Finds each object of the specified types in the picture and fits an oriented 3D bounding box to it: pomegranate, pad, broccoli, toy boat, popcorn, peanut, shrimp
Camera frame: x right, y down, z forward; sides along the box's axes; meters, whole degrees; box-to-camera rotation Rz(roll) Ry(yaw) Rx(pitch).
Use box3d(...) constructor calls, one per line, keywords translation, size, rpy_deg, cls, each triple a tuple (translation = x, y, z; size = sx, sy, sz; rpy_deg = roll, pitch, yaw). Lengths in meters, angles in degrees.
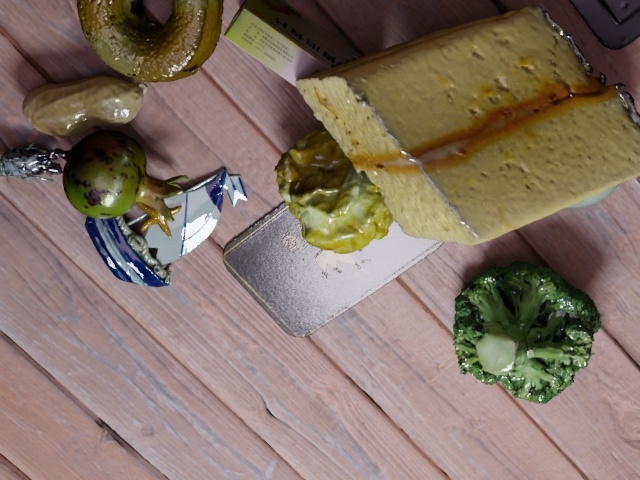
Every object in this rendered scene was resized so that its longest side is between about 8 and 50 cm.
box3d(translation=(-0.337, -0.106, 1.857), size=(0.220, 0.156, 0.156), rpy_deg=(12, 116, 8), cls="pomegranate")
box3d(translation=(-0.001, -0.001, 1.959), size=(0.375, 0.063, 0.315), rpy_deg=(-37, 107, 18), cls="pad")
box3d(translation=(0.347, 0.169, 1.906), size=(0.270, 0.270, 0.269), rpy_deg=(6, 104, 27), cls="broccoli")
box3d(translation=(-0.268, -0.043, 1.974), size=(0.291, 0.067, 0.220), rpy_deg=(-28, 106, 2), cls="toy boat")
box3d(translation=(0.032, -0.087, 1.826), size=(0.204, 0.221, 0.183), rpy_deg=(-39, 146, -8), cls="popcorn")
box3d(translation=(-0.406, -0.231, 1.860), size=(0.214, 0.098, 0.090), rpy_deg=(-10, 130, 8), cls="peanut")
box3d(translation=(-0.544, -0.130, 1.934), size=(0.174, 0.076, 0.082), rpy_deg=(3, 137, 3), cls="shrimp")

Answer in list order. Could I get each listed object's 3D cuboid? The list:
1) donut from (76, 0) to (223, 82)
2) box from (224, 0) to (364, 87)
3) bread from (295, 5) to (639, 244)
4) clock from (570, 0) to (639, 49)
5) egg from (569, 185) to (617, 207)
box3d(translation=(-0.279, -0.382, 1.779), size=(0.272, 0.107, 0.272), rpy_deg=(1, 113, 2), cls="donut")
box3d(translation=(-0.022, -0.300, 1.757), size=(0.261, 0.175, 0.062), rpy_deg=(35, 114, -11), cls="box")
box3d(translation=(0.236, -0.180, 1.635), size=(0.405, 0.242, 0.345), rpy_deg=(-29, 102, -8), cls="bread")
box3d(translation=(0.497, -0.475, 1.708), size=(0.279, 0.049, 0.273), rpy_deg=(-37, 108, 19), cls="clock")
box3d(translation=(0.330, -0.187, 1.755), size=(0.371, 0.230, 0.230), rpy_deg=(34, 113, -14), cls="egg")
